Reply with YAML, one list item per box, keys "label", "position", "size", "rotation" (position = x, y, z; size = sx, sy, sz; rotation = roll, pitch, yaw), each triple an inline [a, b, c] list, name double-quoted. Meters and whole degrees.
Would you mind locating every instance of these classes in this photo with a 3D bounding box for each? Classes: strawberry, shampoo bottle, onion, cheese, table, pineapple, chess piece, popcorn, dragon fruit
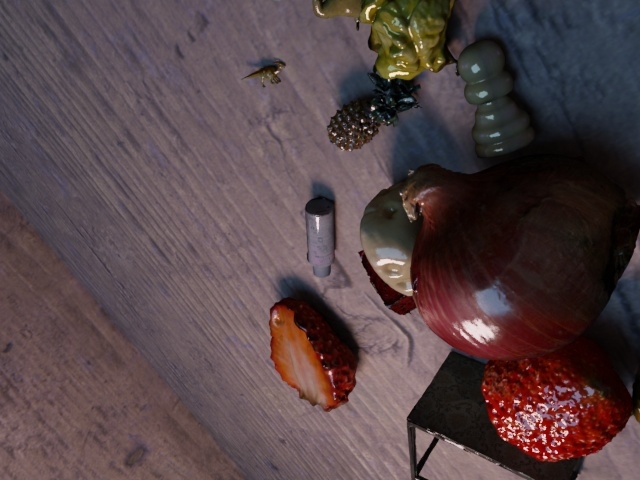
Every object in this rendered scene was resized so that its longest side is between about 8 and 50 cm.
- label: "strawberry"
  position: [0.437, 0.276, 1.123]
  size: [0.257, 0.257, 0.277]
  rotation: [37, 157, 9]
- label: "shampoo bottle"
  position: [0.000, 0.000, 1.421]
  size: [0.072, 0.072, 0.214]
  rotation: [24, 140, 25]
- label: "onion"
  position: [0.300, 0.021, 0.935]
  size: [0.353, 0.353, 0.354]
  rotation: [25, 140, 23]
- label: "strawberry"
  position: [-0.014, 0.296, 1.679]
  size: [0.265, 0.149, 0.336]
  rotation: [3, 118, 50]
- label: "cheese"
  position: [0.170, -0.010, 1.151]
  size: [0.117, 0.235, 0.218]
  rotation: [-20, 73, 34]
- label: "table"
  position: [0.397, 0.470, 1.379]
  size: [0.335, 0.222, 0.272]
  rotation: [19, 138, 30]
- label: "pineapple"
  position: [0.081, -0.230, 1.100]
  size: [0.103, 0.083, 0.221]
  rotation: [50, 141, -9]
- label: "chess piece"
  position: [0.260, -0.219, 0.938]
  size: [0.094, 0.094, 0.170]
  rotation: [-3, 121, 45]
- label: "popcorn"
  position: [0.136, -0.313, 0.902]
  size: [0.173, 0.168, 0.195]
  rotation: [-3, 146, -1]
- label: "dragon fruit"
  position: [0.172, 0.069, 1.328]
  size: [0.161, 0.120, 0.127]
  rotation: [59, -168, 22]

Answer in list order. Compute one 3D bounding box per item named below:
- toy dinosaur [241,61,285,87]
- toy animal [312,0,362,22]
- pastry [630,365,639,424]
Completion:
- label: "toy dinosaur"
  position: [-0.111, -0.327, 1.232]
  size: [0.113, 0.026, 0.041]
  rotation: [-11, 112, 38]
- label: "toy animal"
  position: [0.045, -0.433, 0.941]
  size: [0.101, 0.103, 0.219]
  rotation: [10, 133, 11]
- label: "pastry"
  position: [0.655, 0.273, 1.027]
  size: [0.235, 0.121, 0.257]
  rotation: [17, 135, 26]
